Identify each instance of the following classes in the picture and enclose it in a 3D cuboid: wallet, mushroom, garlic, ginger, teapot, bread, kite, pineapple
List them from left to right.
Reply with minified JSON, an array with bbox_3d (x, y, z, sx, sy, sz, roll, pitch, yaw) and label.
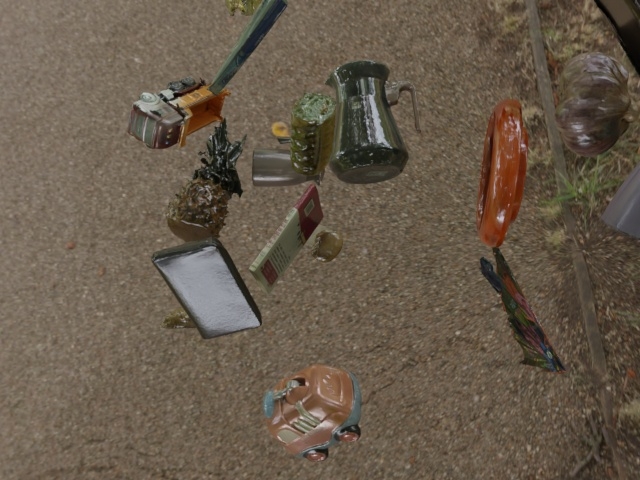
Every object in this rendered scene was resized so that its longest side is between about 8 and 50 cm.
[{"bbox_3d":[-0.293,0.188,1.451,0.133,0.214,0.058,-34,66,26],"label":"ginger"},{"bbox_3d":[-0.215,0.102,1.122,0.149,0.044,0.250,-15,126,13],"label":"wallet"},{"bbox_3d":[-0.288,-0.161,1.548,0.166,0.165,0.364,0,52,25],"label":"pineapple"},{"bbox_3d":[-0.204,-0.631,1.417,0.160,0.169,0.140,9,124,28],"label":"bread"},{"bbox_3d":[-0.021,-0.235,1.322,0.087,0.269,0.098,41,70,13],"label":"bread"},{"bbox_3d":[0.000,0.000,1.448,0.071,0.209,0.084,23,95,-15],"label":"mushroom"},{"bbox_3d":[0.163,-0.374,1.803,0.300,0.253,0.343,-7,81,6],"label":"teapot"},{"bbox_3d":[0.287,0.103,0.788,0.016,0.321,0.234,-34,108,25],"label":"kite"},{"bbox_3d":[0.627,-0.303,1.278,0.161,0.245,0.244,10,94,41],"label":"garlic"}]

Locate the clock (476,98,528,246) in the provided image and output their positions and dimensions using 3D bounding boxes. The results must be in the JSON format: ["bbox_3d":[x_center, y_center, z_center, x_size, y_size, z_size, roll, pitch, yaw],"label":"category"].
[{"bbox_3d":[0.253,-0.092,0.790,0.051,0.205,0.205,6,92,12],"label":"clock"}]

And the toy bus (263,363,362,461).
[{"bbox_3d":[-0.030,0.460,1.557,0.288,0.232,0.194,-39,35,29],"label":"toy bus"}]

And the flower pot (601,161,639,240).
[{"bbox_3d":[0.965,-0.116,1.579,0.265,0.265,0.243,27,114,23],"label":"flower pot"}]

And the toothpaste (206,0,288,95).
[{"bbox_3d":[-0.143,-0.407,1.142,0.268,0.047,0.069,-52,33,7],"label":"toothpaste"}]

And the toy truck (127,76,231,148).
[{"bbox_3d":[-0.354,-0.322,1.437,0.135,0.270,0.114,33,131,10],"label":"toy truck"}]

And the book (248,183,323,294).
[{"bbox_3d":[-0.070,0.001,1.253,0.022,0.162,0.231,31,74,18],"label":"book"}]

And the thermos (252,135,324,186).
[{"bbox_3d":[-0.082,-0.209,1.517,0.193,0.105,0.137,2,111,0],"label":"thermos"}]

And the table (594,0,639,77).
[{"bbox_3d":[0.536,-0.334,0.718,0.282,0.250,0.196,-33,99,26],"label":"table"}]
